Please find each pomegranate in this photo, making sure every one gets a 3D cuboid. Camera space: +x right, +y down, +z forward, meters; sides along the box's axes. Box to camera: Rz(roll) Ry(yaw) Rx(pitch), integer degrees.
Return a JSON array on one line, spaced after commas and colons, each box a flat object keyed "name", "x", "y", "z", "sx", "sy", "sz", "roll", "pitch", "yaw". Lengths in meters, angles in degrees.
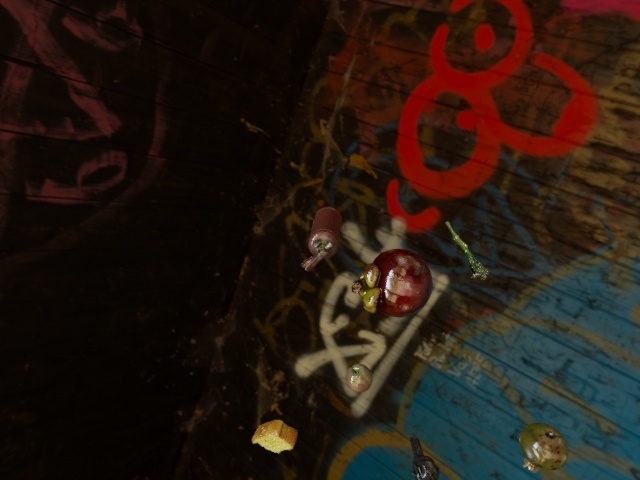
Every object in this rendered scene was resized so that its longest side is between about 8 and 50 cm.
[{"name": "pomegranate", "x": 0.873, "y": 0.822, "z": 1.960, "sx": 0.179, "sy": 0.179, "sz": 0.210, "roll": -39, "pitch": -10, "yaw": -35}]

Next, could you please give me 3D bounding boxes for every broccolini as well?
[{"name": "broccolini", "x": 0.413, "y": 0.022, "z": 1.394, "sx": 0.044, "sy": 0.218, "sz": 0.042, "roll": -4, "pitch": -39, "yaw": -17}]

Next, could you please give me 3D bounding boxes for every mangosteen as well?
[{"name": "mangosteen", "x": 0.210, "y": 0.135, "z": 1.493, "sx": 0.258, "sy": 0.215, "sz": 0.215, "roll": -10, "pitch": -54, "yaw": -24}]

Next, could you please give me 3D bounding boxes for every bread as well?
[{"name": "bread", "x": -0.147, "y": 0.629, "z": 1.578, "sx": 0.187, "sy": 0.103, "sz": 0.065, "roll": -47, "pitch": 16, "yaw": 47}]

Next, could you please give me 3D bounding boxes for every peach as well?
[{"name": "peach", "x": 0.113, "y": 0.405, "z": 1.444, "sx": 0.083, "sy": 0.083, "sz": 0.083, "roll": -37, "pitch": -38, "yaw": -37}]

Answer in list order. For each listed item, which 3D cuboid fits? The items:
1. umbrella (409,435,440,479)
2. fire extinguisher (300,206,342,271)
[{"name": "umbrella", "x": 0.363, "y": 0.817, "z": 1.689, "sx": 0.340, "sy": 0.118, "sz": 0.118, "roll": -104, "pitch": 25, "yaw": -64}, {"name": "fire extinguisher", "x": 0.000, "y": 0.000, "z": 1.727, "sx": 0.147, "sy": 0.106, "sz": 0.337, "roll": -43, "pitch": 13, "yaw": 21}]
